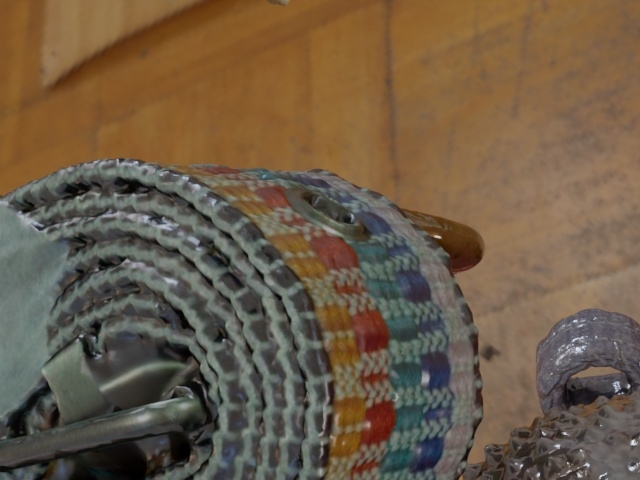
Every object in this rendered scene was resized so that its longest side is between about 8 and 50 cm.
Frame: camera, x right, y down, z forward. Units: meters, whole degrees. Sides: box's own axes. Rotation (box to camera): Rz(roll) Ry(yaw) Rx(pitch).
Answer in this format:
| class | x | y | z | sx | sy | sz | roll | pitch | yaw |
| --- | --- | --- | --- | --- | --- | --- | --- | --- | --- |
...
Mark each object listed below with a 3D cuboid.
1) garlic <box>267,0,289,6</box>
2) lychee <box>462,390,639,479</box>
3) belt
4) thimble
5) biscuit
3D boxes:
| class | x | y | z | sx | sy | sz | roll | pitch | yaw |
| --- | --- | --- | --- | --- | --- | --- | --- | --- | --- |
| garlic | -0.022 | -0.234 | 1.293 | 0.053 | 0.041 | 0.083 | 38 | 88 | 16 |
| lychee | 0.197 | 0.223 | 0.950 | 0.300 | 0.300 | 0.300 | -20 | 54 | 30 |
| belt | -0.066 | 0.066 | 0.687 | 0.257 | 0.150 | 0.207 | -17 | 79 | 38 |
| thimble | 0.334 | 0.163 | 1.885 | 0.150 | 0.150 | 0.098 | -32 | 26 | 22 |
| biscuit | 0.000 | 0.000 | 0.983 | 0.212 | 0.212 | 0.036 | 1 | 83 | 40 |
